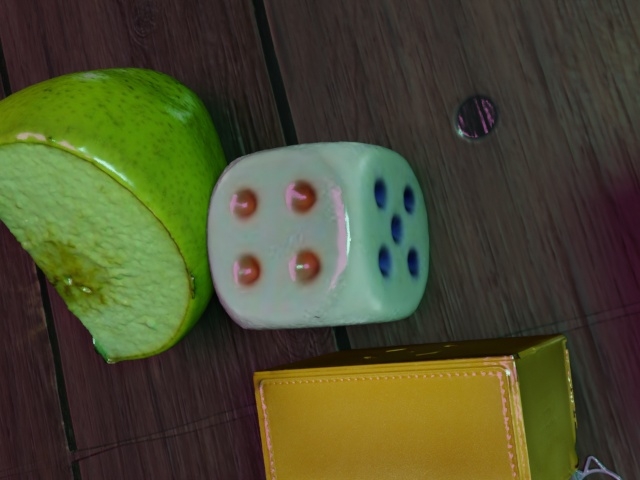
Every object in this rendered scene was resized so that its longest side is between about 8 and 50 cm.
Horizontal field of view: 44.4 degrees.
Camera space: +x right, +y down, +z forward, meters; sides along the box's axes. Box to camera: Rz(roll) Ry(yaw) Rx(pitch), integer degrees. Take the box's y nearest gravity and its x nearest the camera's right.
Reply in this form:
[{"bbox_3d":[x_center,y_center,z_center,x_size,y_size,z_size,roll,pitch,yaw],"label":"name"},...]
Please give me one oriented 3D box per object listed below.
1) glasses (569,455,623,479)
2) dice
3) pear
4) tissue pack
[{"bbox_3d":[0.285,0.267,0.735,0.140,0.103,0.063,28,104,32],"label":"glasses"},{"bbox_3d":[0.000,0.000,0.867,0.193,0.194,0.192,-8,85,32],"label":"dice"},{"bbox_3d":[-0.220,-0.074,0.966,0.238,0.318,0.343,-14,124,20],"label":"pear"},{"bbox_3d":[0.102,0.181,0.801,0.274,0.194,0.145,-8,88,31],"label":"tissue pack"}]
